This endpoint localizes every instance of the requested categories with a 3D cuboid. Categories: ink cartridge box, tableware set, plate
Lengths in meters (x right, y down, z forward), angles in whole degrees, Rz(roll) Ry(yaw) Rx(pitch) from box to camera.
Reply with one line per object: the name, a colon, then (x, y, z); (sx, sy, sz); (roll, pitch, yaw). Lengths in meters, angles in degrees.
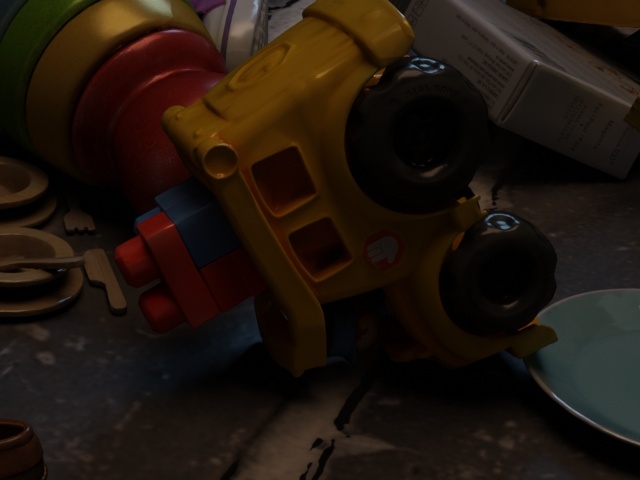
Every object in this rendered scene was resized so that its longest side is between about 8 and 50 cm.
ink cartridge box: (0.187, -0.128, 1.332); (0.239, 0.060, 0.275); (21, 17, -30)
tableware set: (-0.200, -0.013, 1.031); (0.128, 0.039, 0.194); (-3, 28, -18)
plate: (0.207, 0.081, 0.948); (0.188, 0.024, 0.188); (4, 26, -2)

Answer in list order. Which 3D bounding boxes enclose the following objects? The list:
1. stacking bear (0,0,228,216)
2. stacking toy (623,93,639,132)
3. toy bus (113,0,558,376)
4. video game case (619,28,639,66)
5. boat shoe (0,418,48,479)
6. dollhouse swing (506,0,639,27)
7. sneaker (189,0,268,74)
stacking bear: (-0.128, -0.103, 1.106); (0.164, 0.175, 0.289); (-4, 35, -43)
stacking toy: (0.330, -0.089, 1.222); (0.167, 0.052, 0.221); (37, 33, 10)
toy bus: (0.000, 0.000, 0.924); (0.211, 0.220, 0.149); (-33, 22, -8)
video game case: (0.417, -0.184, 1.530); (0.196, 0.026, 0.274); (20, 28, 25)
boat shoe: (-0.214, 0.099, 0.779); (0.178, 0.060, 0.064); (7, 26, 2)
dollhouse swing: (0.339, -0.372, 1.474); (0.305, 0.346, 0.315); (-4, 12, -25)
sneaker: (-0.120, -0.156, 1.286); (0.161, 0.102, 0.282); (0, 16, -6)
